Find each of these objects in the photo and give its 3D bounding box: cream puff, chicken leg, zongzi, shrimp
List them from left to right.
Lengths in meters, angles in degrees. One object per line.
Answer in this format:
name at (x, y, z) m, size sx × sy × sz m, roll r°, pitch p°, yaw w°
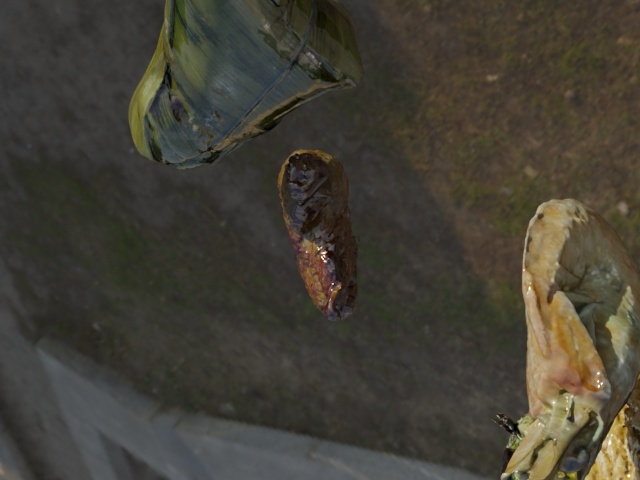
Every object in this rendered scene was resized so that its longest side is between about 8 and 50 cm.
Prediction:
zongzi at (-0.131, -0.189, 1.029) m, size 0.251 × 0.125 × 0.274 m, roll -32°, pitch 141°, yaw 24°
chicken leg at (-0.001, -0.011, 1.263) m, size 0.083 × 0.177 × 0.322 m, roll -9°, pitch 132°, yaw 4°
shrimp at (0.206, 0.079, 0.922) m, size 0.077 × 0.317 × 0.168 m, roll -30°, pitch 106°, yaw 39°
cream puff at (0.247, 0.215, 1.054) m, size 0.169 × 0.183 × 0.183 m, roll 2°, pitch 140°, yaw 5°
